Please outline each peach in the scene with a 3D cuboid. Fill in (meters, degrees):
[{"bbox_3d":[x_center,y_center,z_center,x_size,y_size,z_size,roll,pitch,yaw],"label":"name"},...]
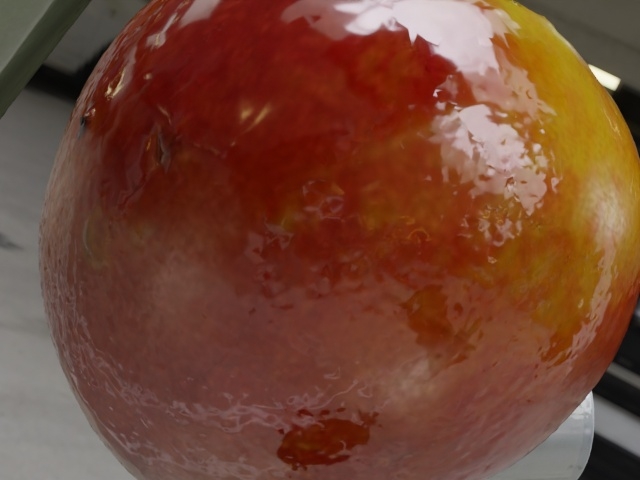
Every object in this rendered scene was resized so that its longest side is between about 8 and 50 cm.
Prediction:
[{"bbox_3d":[0.000,0.000,0.915,0.388,0.388,0.388,24,11,-5],"label":"peach"}]

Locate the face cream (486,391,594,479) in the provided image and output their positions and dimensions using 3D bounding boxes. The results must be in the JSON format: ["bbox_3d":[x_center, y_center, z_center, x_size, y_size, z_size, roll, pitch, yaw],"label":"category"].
[{"bbox_3d":[0.040,0.151,1.216,0.369,0.145,0.145,1,21,-26],"label":"face cream"}]

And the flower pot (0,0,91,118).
[{"bbox_3d":[-0.166,-0.110,0.387,0.290,0.259,0.290,28,42,-29],"label":"flower pot"}]
